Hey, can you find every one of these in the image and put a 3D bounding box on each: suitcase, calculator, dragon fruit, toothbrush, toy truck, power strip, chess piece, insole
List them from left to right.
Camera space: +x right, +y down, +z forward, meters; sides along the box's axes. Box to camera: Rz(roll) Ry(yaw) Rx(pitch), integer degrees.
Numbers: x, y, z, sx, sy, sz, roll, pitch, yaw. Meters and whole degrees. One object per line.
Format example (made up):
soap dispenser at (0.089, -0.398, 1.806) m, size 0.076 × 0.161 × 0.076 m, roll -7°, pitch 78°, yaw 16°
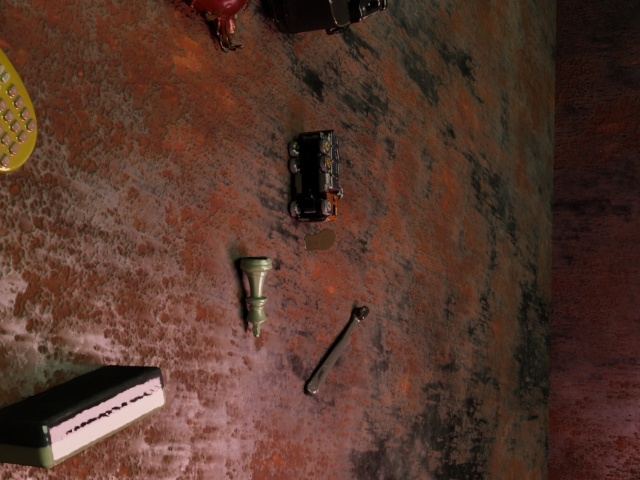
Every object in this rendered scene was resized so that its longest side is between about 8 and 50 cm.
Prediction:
calculator at (-0.435, -0.185, 1.138) m, size 0.234 × 0.032 × 0.146 m, roll 62°, pitch 38°, yaw -40°
power strip at (-0.319, 0.232, 1.236) m, size 0.257 × 0.105 × 0.070 m, roll -22°, pitch 109°, yaw -59°
dragon fruit at (-0.176, -0.416, 1.559) m, size 0.246 × 0.125 × 0.125 m, roll 78°, pitch 12°, yaw -50°
chess piece at (-0.118, 0.104, 1.669) m, size 0.059 × 0.059 × 0.149 m, roll -14°, pitch 107°, yaw -60°
suitcase at (-0.012, -0.614, 1.761) m, size 0.283 × 0.194 × 0.433 m, roll -41°, pitch 123°, yaw -51°
toy truck at (-0.007, -0.128, 1.849) m, size 0.092 × 0.083 × 0.192 m, roll 8°, pitch 80°, yaw -66°
insole at (0.000, 0.000, 1.933) m, size 0.135 × 0.002 × 0.044 m, roll -10°, pitch 97°, yaw -60°
toothbrush at (0.037, 0.233, 1.957) m, size 0.030 × 0.031 × 0.297 m, roll 50°, pitch 41°, yaw -11°
